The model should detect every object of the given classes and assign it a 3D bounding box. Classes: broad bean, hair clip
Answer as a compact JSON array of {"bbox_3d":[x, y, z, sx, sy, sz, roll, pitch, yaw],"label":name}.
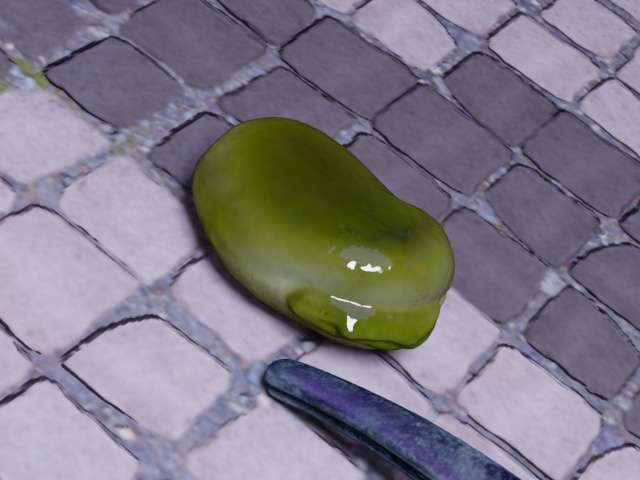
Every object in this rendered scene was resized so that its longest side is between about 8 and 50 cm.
[{"bbox_3d":[0.000,0.000,0.936,0.174,0.082,0.124,34,39,22],"label":"broad bean"},{"bbox_3d":[0.084,0.138,0.838,0.275,0.083,0.048,39,51,16],"label":"hair clip"}]
